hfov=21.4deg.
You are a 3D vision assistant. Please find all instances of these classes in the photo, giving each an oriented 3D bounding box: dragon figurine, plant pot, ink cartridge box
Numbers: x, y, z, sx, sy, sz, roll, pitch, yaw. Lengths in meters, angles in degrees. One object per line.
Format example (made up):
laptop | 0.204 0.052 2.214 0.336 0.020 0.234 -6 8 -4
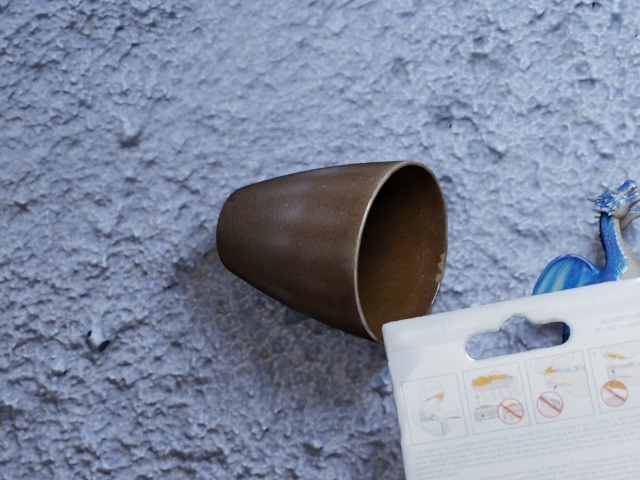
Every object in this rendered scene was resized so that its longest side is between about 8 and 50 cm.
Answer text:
dragon figurine | 0.300 0.070 1.930 0.289 0.085 0.144 -53 53 12
plant pot | 0.000 0.000 1.996 0.230 0.215 0.215 9 80 32
ink cartridge box | 0.252 0.255 1.880 0.308 0.091 0.385 -11 85 14
